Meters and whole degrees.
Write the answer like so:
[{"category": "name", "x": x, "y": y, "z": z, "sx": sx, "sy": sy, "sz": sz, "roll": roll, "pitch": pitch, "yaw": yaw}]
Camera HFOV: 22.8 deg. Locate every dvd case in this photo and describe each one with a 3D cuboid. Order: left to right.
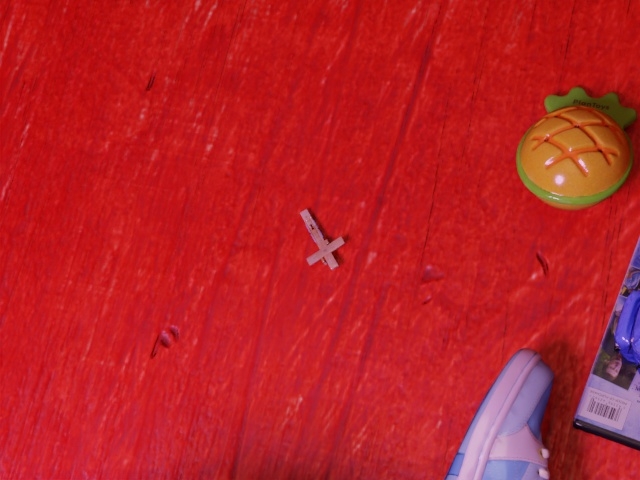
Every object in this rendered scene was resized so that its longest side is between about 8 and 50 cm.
[{"category": "dvd case", "x": 0.397, "y": 0.113, "z": 1.703, "sx": 0.180, "sy": 0.022, "sz": 0.253, "roll": 19, "pitch": 76, "yaw": 15}]

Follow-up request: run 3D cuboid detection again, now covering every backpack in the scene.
[{"category": "backpack", "x": 0.357, "y": 0.097, "z": 1.639, "sx": 0.101, "sy": 0.120, "sz": 0.098, "roll": 12, "pitch": 76, "yaw": 14}]

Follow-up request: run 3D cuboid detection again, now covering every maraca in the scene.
[{"category": "maraca", "x": 0.287, "y": -0.106, "z": 1.760, "sx": 0.127, "sy": 0.099, "sz": 0.186, "roll": 14, "pitch": 49, "yaw": 13}]

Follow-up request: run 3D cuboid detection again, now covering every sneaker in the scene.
[{"category": "sneaker", "x": 0.224, "y": 0.284, "z": 1.635, "sx": 0.208, "sy": 0.127, "sz": 0.319, "roll": 23, "pitch": 73, "yaw": 7}]

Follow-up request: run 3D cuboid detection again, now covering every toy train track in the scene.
[{"category": "toy train track", "x": 0.000, "y": 0.000, "z": 1.822, "sx": 0.048, "sy": 0.014, "sz": 0.083, "roll": -32, "pitch": 63, "yaw": 7}]
